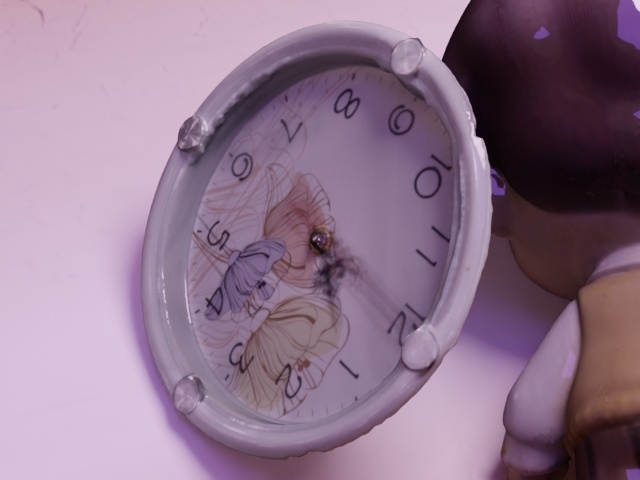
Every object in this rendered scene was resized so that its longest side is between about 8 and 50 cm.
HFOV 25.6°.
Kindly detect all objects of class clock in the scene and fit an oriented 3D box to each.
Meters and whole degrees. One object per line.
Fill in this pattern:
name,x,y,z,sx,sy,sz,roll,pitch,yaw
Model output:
clock,0.000,0.000,0.751,0.236,0.053,0.236,-12,70,36

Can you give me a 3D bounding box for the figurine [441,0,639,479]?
figurine,0.180,0.008,0.764,0.218,0.206,0.365,-12,74,19
